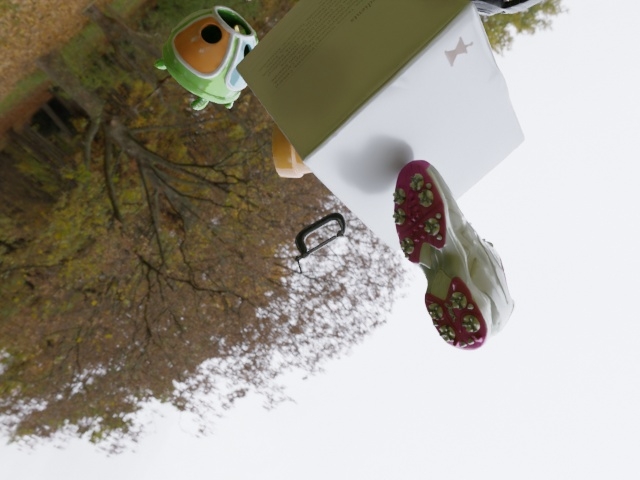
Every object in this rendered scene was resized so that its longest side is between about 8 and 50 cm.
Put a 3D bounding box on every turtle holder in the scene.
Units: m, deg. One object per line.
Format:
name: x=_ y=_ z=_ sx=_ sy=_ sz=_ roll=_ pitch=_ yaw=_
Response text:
turtle holder: x=-0.279 y=-0.522 z=1.294 sx=0.227 sy=0.320 sz=0.243 roll=-43 pitch=-111 yaw=31

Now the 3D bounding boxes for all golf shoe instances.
golf shoe: x=0.214 y=0.014 z=0.732 sx=0.140 sy=0.306 sz=0.115 roll=-13 pitch=172 yaw=-33

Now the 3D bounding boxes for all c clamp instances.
c clamp: x=0.000 y=0.000 z=1.109 sx=0.161 sy=0.022 sz=0.137 roll=-34 pitch=-140 yaw=2

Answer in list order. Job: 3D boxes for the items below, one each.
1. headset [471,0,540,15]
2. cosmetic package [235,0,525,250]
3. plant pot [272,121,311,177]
headset: x=0.426 y=-0.679 z=1.135 sx=0.394 sy=0.243 sz=0.185 roll=5 pitch=-169 yaw=41
cosmetic package: x=0.101 y=-0.269 z=0.877 sx=0.327 sy=0.329 sz=0.393 roll=-41 pitch=-134 yaw=9
plant pot: x=-0.016 y=-0.278 z=1.294 sx=0.188 sy=0.205 sz=0.205 roll=5 pitch=-133 yaw=13
